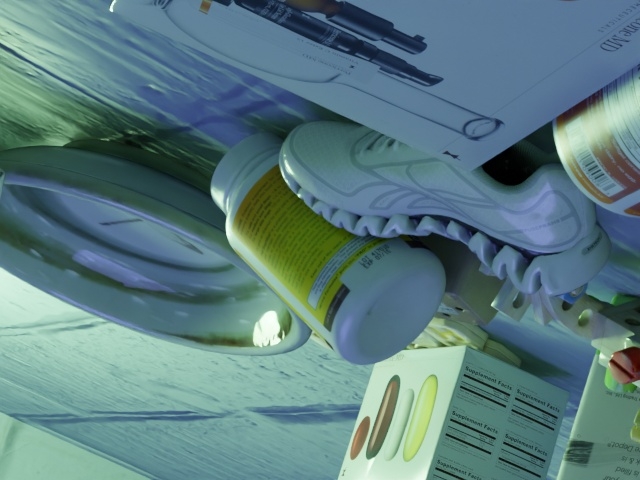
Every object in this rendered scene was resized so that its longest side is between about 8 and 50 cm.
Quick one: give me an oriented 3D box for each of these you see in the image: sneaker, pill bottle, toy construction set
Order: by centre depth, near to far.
[{"bbox_3d":[0.237,-0.093,1.149,0.121,0.121,0.216,23,162,-12],"label":"pill bottle"},{"bbox_3d":[0.093,-0.057,1.490,0.292,0.110,0.118,17,138,30],"label":"sneaker"},{"bbox_3d":[0.276,0.106,1.560,0.328,0.215,0.151,46,134,33],"label":"toy construction set"},{"bbox_3d":[0.000,0.000,1.608,0.215,0.117,0.117,44,178,33],"label":"pill bottle"}]

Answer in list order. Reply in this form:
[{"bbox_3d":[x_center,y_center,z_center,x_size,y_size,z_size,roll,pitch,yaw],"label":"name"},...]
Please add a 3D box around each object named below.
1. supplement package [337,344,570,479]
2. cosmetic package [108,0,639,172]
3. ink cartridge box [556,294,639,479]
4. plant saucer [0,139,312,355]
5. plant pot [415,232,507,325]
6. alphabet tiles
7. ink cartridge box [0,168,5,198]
[{"bbox_3d":[0.138,0.237,2.077,0.149,0.203,0.194,26,163,-24],"label":"supplement package"},{"bbox_3d":[0.048,-0.177,1.150,0.284,0.097,0.377,21,163,-11],"label":"cosmetic package"},{"bbox_3d":[0.332,0.208,1.713,0.198,0.273,0.115,11,161,27],"label":"ink cartridge box"},{"bbox_3d":[-0.185,-0.009,1.904,0.400,0.100,0.400,18,160,7],"label":"plant saucer"},{"bbox_3d":[0.116,0.014,1.658,0.109,0.096,0.109,9,159,32],"label":"plant pot"},{"bbox_3d":[0.079,0.106,2.118,0.284,0.021,0.278,5,157,42],"label":"alphabet tiles"},{"bbox_3d":[-0.411,-0.120,1.747,0.275,0.060,0.239,35,138,14],"label":"ink cartridge box"}]
